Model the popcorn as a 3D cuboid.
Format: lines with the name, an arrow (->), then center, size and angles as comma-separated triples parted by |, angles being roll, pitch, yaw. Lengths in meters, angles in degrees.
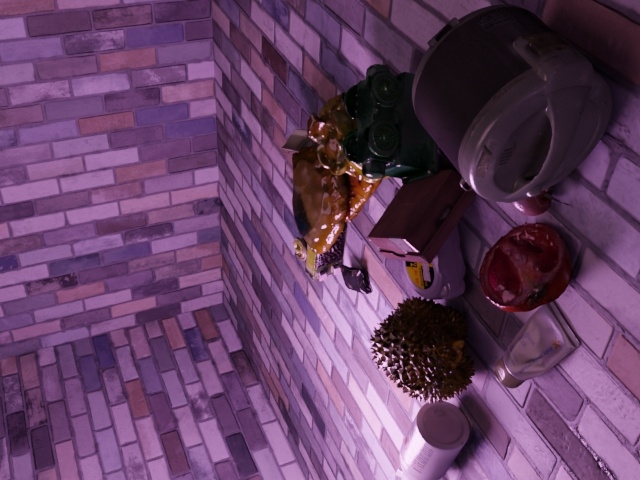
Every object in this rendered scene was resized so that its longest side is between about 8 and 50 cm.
popcorn -> 0.098, -0.266, 1.872 | 0.258, 0.270, 0.224 | -69, 2, -71

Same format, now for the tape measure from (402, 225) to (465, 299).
tape measure -> 0.282, 0.047, 1.771 | 0.178, 0.105, 0.196 | 11, 113, 60

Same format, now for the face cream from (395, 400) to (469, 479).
face cream -> 0.294, 0.592, 2.007 | 0.370, 0.145, 0.145 | 100, 150, -50

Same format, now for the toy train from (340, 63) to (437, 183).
toy train -> 0.160, -0.267, 1.666 | 0.145, 0.201, 0.266 | -13, 71, 62

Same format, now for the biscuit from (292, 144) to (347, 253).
biscuit -> -0.020, -0.144, 2.242 | 0.335, 0.078, 0.329 | 58, 144, 39

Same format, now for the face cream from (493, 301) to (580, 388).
face cream -> 0.444, 0.224, 1.509 | 0.114, 0.070, 0.224 | 65, 148, 30

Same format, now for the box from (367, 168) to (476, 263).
box -> 0.231, -0.060, 1.676 | 0.086, 0.215, 0.215 | 40, 168, -18

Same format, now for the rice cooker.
rice cooker -> 0.324, -0.230, 1.230 | 0.288, 0.288, 0.277 | 99, 151, -45

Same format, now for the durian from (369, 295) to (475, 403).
durian -> 0.259, 0.280, 1.789 | 0.293, 0.258, 0.258 | 35, 135, 46

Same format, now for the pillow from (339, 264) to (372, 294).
pillow -> 0.110, 0.127, 2.341 | 0.150, 0.048, 0.090 | -169, 70, -66

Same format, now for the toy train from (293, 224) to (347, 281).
toy train -> 0.000, 0.000, 2.447 | 0.177, 0.134, 0.261 | 48, 147, 38

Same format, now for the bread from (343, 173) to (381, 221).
bread -> 0.101, -0.156, 2.153 | 0.139, 0.077, 0.271 | 68, 155, 17

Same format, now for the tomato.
tomato -> 0.416, 0.062, 1.432 | 0.189, 0.099, 0.173 | -41, 38, 24

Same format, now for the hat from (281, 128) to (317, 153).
hat -> -0.054, -0.305, 2.400 | 0.166, 0.122, 0.081 | 11, 146, 30

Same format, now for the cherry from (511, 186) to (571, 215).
cherry -> 0.396, -0.099, 1.385 | 0.126, 0.086, 0.106 | 176, 85, -67
